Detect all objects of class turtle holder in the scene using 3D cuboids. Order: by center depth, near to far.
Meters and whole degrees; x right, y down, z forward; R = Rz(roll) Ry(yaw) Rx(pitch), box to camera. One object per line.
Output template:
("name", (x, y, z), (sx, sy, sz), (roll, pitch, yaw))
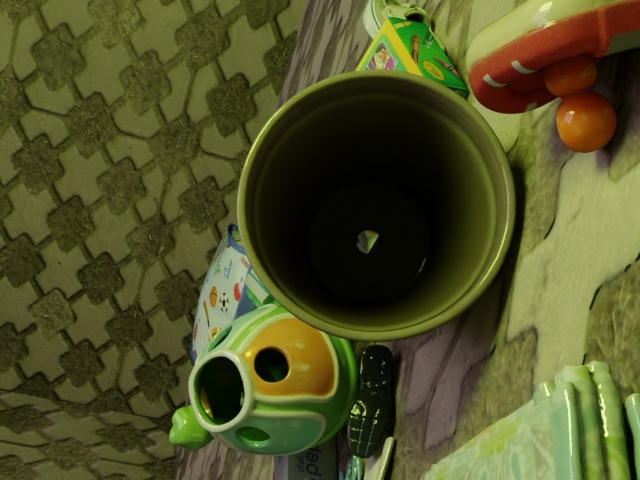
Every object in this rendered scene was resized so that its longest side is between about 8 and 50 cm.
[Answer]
("turtle holder", (-0.104, 0.223, 1.341), (0.320, 0.227, 0.243), (-3, 90, 40))

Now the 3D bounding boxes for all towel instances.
("towel", (0.171, 0.322, 0.683), (0.320, 0.090, 0.374), (117, 162, -56))

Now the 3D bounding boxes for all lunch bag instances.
("lunch bag", (-0.176, 0.157, 2.037), (0.385, 0.239, 0.327), (-122, 49, -82))

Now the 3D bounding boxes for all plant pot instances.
("plant pot", (0.067, -0.019, 1.095), (0.280, 0.323, 0.323), (84, -163, -79))

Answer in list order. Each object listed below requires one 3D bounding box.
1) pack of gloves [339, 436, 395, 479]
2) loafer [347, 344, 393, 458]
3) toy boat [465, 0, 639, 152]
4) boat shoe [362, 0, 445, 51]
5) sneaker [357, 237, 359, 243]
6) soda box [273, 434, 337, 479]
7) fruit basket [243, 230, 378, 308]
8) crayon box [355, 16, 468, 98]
("pack of gloves", (0.054, 0.415, 1.221), (0.195, 0.046, 0.232), (131, 161, -62))
("loafer", (0.080, 0.243, 1.242), (0.061, 0.062, 0.170), (71, -149, -59))
("toy boat", (0.244, -0.159, 0.820), (0.231, 0.151, 0.151), (172, 83, -77))
("boat shoe", (0.157, -0.366, 1.484), (0.094, 0.109, 0.302), (-53, 33, 30))
("sneaker", (-0.021, -0.066, 1.440), (0.110, 0.107, 0.275), (-32, 38, 16))
("soda box", (-0.028, 0.408, 1.435), (0.286, 0.091, 0.098), (-91, 19, -49))
("fruit basket", (0.000, 0.000, 1.559), (0.353, 0.165, 0.327), (-65, 25, 7))
("crayon box", (0.102, -0.192, 1.344), (0.278, 0.081, 0.165), (-56, 44, 38))
